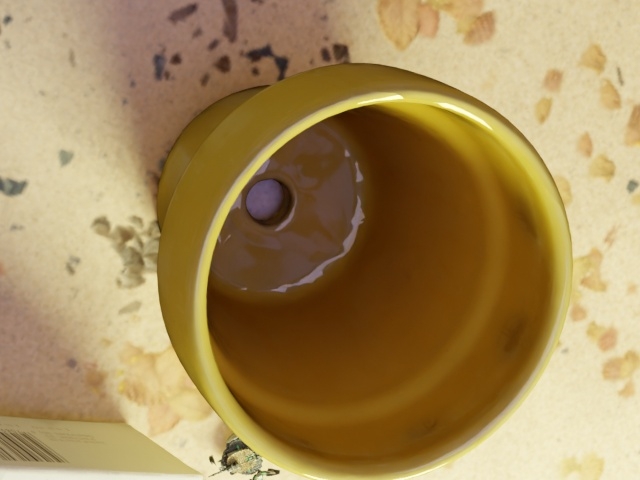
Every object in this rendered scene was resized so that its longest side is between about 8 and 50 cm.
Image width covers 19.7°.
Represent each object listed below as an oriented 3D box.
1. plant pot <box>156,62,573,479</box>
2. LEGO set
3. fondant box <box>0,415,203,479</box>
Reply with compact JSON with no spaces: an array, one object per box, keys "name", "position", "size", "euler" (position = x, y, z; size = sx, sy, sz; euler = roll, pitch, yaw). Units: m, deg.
[{"name":"plant pot","position":[0.000,0.000,1.204],"size":[0.254,0.239,0.254],"euler":[-6,107,-20]},{"name":"LEGO set","position":[-0.063,0.168,1.352],"size":[0.054,0.023,0.083],"euler":[32,105,-24]},{"name":"fondant box","position":[-0.238,0.284,1.229],"size":[0.238,0.096,0.330],"euler":[10,104,-47]}]
